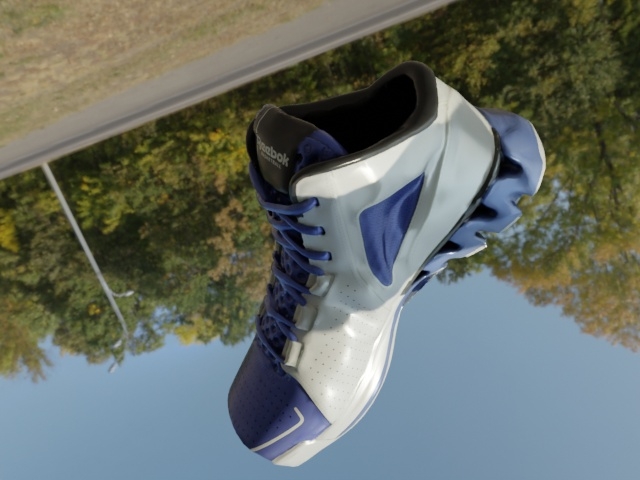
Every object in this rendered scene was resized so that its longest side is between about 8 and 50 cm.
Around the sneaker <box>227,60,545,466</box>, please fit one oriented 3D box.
[{"bbox_3d":[0.001,-0.001,0.410,0.316,0.182,0.127,-54,-141,9],"label":"sneaker"}]
